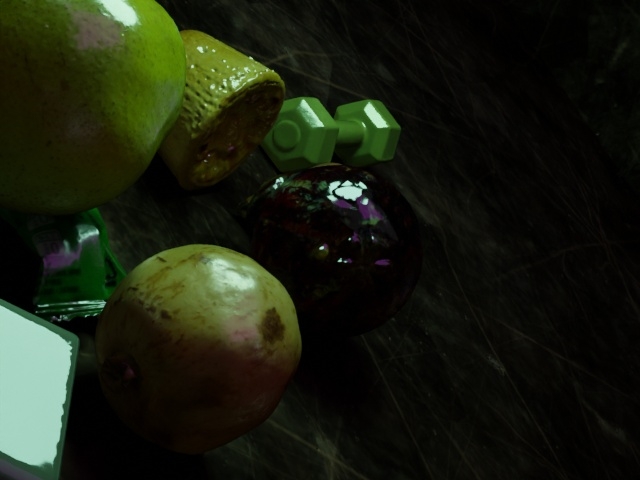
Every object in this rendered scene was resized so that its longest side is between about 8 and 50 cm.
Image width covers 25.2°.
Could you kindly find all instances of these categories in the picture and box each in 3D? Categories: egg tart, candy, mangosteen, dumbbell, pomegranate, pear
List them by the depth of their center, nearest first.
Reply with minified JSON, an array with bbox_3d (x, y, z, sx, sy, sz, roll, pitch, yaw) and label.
[{"bbox_3d":[-0.129,0.115,1.465,0.215,0.215,0.215,37,26,-22],"label":"pomegranate"},{"bbox_3d":[-0.291,-0.160,1.474,0.294,0.294,0.294,37,26,-22],"label":"pear"},{"bbox_3d":[-0.277,0.001,1.561,0.141,0.078,0.203,14,35,-51],"label":"candy"},{"bbox_3d":[0.000,0.000,1.883,0.231,0.231,0.289,29,4,-36],"label":"mangosteen"},{"bbox_3d":[-0.163,-0.180,1.913,0.147,0.203,0.202,39,21,17],"label":"egg tart"},{"bbox_3d":[0.019,-0.167,2.260,0.302,0.121,0.108,-9,88,-61],"label":"dumbbell"}]

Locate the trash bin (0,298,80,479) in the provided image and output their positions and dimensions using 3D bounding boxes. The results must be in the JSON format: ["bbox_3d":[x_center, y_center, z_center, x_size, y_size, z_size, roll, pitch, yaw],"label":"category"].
[{"bbox_3d":[-0.385,0.110,1.131,0.343,0.158,0.223,30,28,-22],"label":"trash bin"}]

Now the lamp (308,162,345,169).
[{"bbox_3d":[0.016,-0.043,2.044,0.136,0.136,0.136,37,26,-22],"label":"lamp"}]
